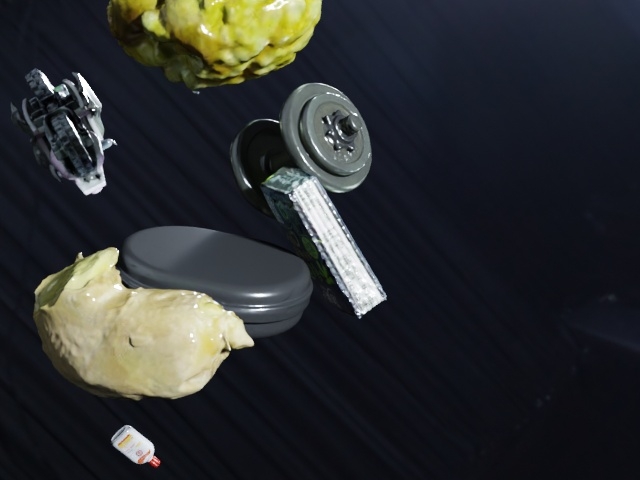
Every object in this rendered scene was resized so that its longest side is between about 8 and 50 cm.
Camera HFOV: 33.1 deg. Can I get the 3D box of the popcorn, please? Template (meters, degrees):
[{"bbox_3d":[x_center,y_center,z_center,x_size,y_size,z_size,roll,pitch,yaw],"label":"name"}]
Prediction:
[{"bbox_3d":[-0.124,-0.329,1.382,0.282,0.282,0.247,-31,-176,29],"label":"popcorn"}]

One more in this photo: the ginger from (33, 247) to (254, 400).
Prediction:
[{"bbox_3d":[-0.209,0.106,1.209,0.138,0.267,0.152,-49,156,-73],"label":"ginger"}]

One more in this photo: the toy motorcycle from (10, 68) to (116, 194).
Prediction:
[{"bbox_3d":[-0.420,-0.170,1.821,0.143,0.188,0.327,-30,-144,-8],"label":"toy motorcycle"}]

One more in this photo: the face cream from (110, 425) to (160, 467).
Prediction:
[{"bbox_3d":[-0.273,0.312,1.612,0.040,0.083,0.021,-44,-152,1],"label":"face cream"}]

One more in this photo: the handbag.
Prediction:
[{"bbox_3d":[-0.166,0.064,1.628,0.254,0.308,0.093,-64,164,-69],"label":"handbag"}]

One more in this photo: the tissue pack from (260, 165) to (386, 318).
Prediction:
[{"bbox_3d":[0.000,0.000,1.713,0.073,0.235,0.173,-34,-165,-12],"label":"tissue pack"}]

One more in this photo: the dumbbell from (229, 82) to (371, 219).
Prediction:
[{"bbox_3d":[-0.034,-0.147,1.825,0.290,0.192,0.192,-27,-158,44],"label":"dumbbell"}]
